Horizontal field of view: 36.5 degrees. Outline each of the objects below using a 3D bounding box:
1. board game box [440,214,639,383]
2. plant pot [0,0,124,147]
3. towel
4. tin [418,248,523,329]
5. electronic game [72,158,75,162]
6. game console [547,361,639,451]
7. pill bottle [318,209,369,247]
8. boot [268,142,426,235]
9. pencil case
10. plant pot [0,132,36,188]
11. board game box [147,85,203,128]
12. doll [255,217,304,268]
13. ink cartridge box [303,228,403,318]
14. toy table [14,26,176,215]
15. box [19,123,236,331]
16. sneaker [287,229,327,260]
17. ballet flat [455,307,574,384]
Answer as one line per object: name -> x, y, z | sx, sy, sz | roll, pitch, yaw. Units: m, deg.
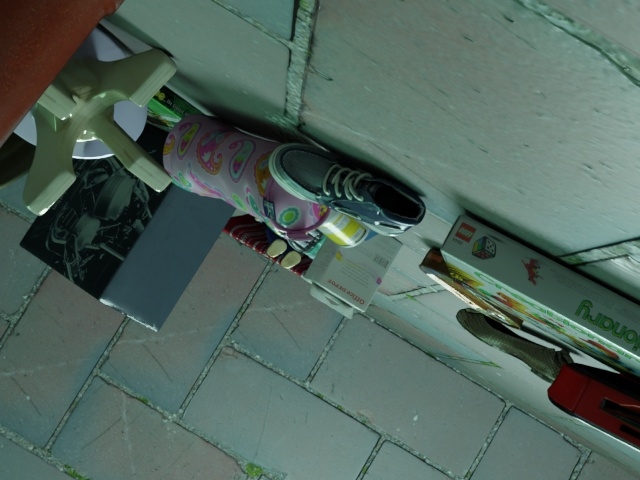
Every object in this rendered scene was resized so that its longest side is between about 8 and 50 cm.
board game box -> 0.286, 0.081, 1.099 | 0.305, 0.053, 0.193 | 29, 174, 17
plant pot -> -0.299, -0.192, 0.750 | 0.272, 0.265, 0.272 | 30, 174, 4
towel -> -0.056, 0.014, 2.013 | 0.274, 0.031, 0.199 | 29, -160, 20
tin -> 0.225, 0.071, 1.413 | 0.189, 0.040, 0.106 | 34, 177, -29
electronic game -> -0.477, -0.177, 2.125 | 0.048, 0.229, 0.229 | -16, 148, 26
game console -> 0.493, 0.254, 1.156 | 0.386, 0.060, 0.342 | 26, -175, 42
pill bottle -> 0.018, -0.040, 1.387 | 0.065, 0.065, 0.116 | 26, 172, 41
boot -> 0.033, -0.067, 1.139 | 0.190, 0.069, 0.086 | 24, 168, -8
pencil case -> -0.099, -0.088, 1.298 | 0.284, 0.124, 0.124 | 26, 172, 47
plant pot -> -0.648, -0.281, 1.759 | 0.280, 0.323, 0.323 | 46, 177, 13
board game box -> -0.270, -0.220, 1.522 | 0.136, 0.030, 0.259 | 37, 172, -30
doll -> -0.077, -0.009, 1.908 | 0.129, 0.046, 0.189 | 40, -165, -22
ink cartridge box -> 0.045, 0.041, 1.538 | 0.092, 0.143, 0.090 | 33, 174, -18
toy table -> -0.306, -0.168, 1.223 | 0.274, 0.252, 0.161 | 23, -163, -46
box -> -0.376, -0.049, 1.942 | 0.312, 0.343, 0.179 | 25, 171, 40
sneaker -> 0.000, 0.000, 1.866 | 0.223, 0.083, 0.098 | 44, -173, -45
ballet flat -> 0.331, 0.167, 1.640 | 0.084, 0.058, 0.250 | 7, -162, -42
